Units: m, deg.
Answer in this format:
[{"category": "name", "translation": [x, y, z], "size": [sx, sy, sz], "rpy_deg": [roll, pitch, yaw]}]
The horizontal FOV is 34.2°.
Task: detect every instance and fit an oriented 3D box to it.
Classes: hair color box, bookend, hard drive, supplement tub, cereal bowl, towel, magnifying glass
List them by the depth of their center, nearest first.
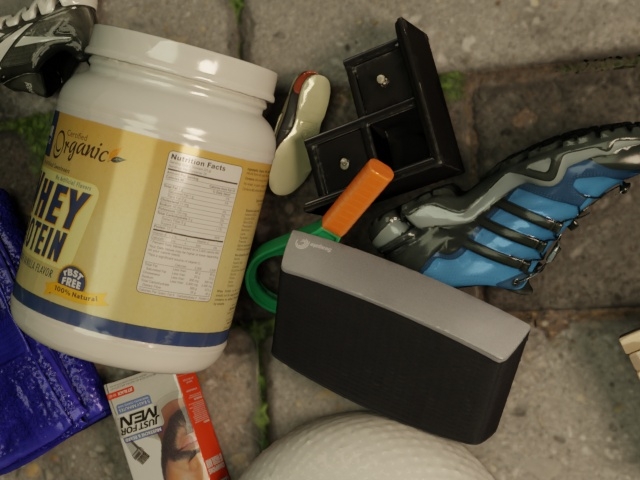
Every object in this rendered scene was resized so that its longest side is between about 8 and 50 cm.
[{"category": "hard drive", "translation": [0.068, 0.103, 1.042], "size": [0.255, 0.054, 0.172], "rpy_deg": [22, 131, 16]}, {"category": "cereal bowl", "translation": [0.034, 0.350, 1.051], "size": [0.339, 0.141, 0.339], "rpy_deg": [0, 91, 18]}, {"category": "magnifying glass", "translation": [0.000, 0.000, 1.064], "size": [0.092, 0.026, 0.231], "rpy_deg": [30, 131, -13]}, {"category": "supplement tub", "translation": [-0.175, -0.043, 1.070], "size": [0.228, 0.228, 0.316], "rpy_deg": [16, 95, 17]}, {"category": "bookend", "translation": [0.048, -0.122, 1.072], "size": [0.156, 0.072, 0.157], "rpy_deg": [-18, 78, 24]}, {"category": "hair color box", "translation": [-0.169, 0.224, 1.161], "size": [0.093, 0.053, 0.167], "rpy_deg": [-21, 85, 16]}, {"category": "towel", "translation": [-0.401, 0.118, 1.224], "size": [0.228, 0.076, 0.308], "rpy_deg": [-30, 81, 15]}]

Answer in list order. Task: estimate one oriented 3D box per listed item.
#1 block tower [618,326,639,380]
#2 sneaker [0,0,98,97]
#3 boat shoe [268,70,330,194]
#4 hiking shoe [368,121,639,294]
[{"category": "block tower", "translation": [0.393, 0.220, 0.958], "size": [0.091, 0.097, 0.335], "rpy_deg": [-27, 84, 16]}, {"category": "sneaker", "translation": [-0.353, -0.208, 1.206], "size": [0.234, 0.078, 0.106], "rpy_deg": [-18, 82, 15]}, {"category": "boat shoe", "translation": [-0.027, -0.116, 1.120], "size": [0.043, 0.049, 0.137], "rpy_deg": [32, 106, 58]}, {"category": "hiking shoe", "translation": [0.202, -0.019, 1.021], "size": [0.304, 0.113, 0.132], "rpy_deg": [-23, 93, 26]}]
